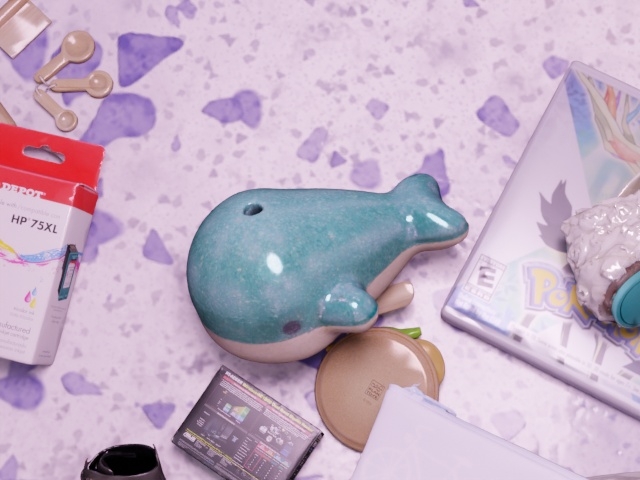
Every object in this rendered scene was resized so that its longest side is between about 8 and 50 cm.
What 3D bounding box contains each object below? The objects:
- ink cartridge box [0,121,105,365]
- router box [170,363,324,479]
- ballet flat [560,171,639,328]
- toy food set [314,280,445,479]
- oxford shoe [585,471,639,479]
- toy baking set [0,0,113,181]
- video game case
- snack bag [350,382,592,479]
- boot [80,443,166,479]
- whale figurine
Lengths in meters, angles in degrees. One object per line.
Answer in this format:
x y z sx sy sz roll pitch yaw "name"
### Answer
-0.310 -0.002 1.455 0.134 0.078 0.231 13 86 8 "ink cartridge box"
-0.071 0.192 1.423 0.122 0.038 0.092 33 81 11 "router box"
0.409 -0.061 1.371 0.409 0.147 0.147 -25 76 -3 "ballet flat"
0.060 0.147 1.430 0.132 0.038 0.192 -15 81 8 "toy food set"
0.200 0.290 1.341 0.449 0.130 0.169 -8 79 18 "oxford shoe"
-0.331 -0.139 1.530 0.196 0.030 0.256 18 78 9 "toy baking set"
0.330 0.019 1.435 0.329 0.036 0.300 27 79 10 "video game case"
0.129 0.335 1.268 0.323 0.037 0.343 24 87 26 "snack bag"
-0.230 0.248 1.364 0.198 0.137 0.077 -15 48 -5 "boot"
0.000 0.000 1.392 0.272 0.141 0.216 -24 39 -4 "whale figurine"
